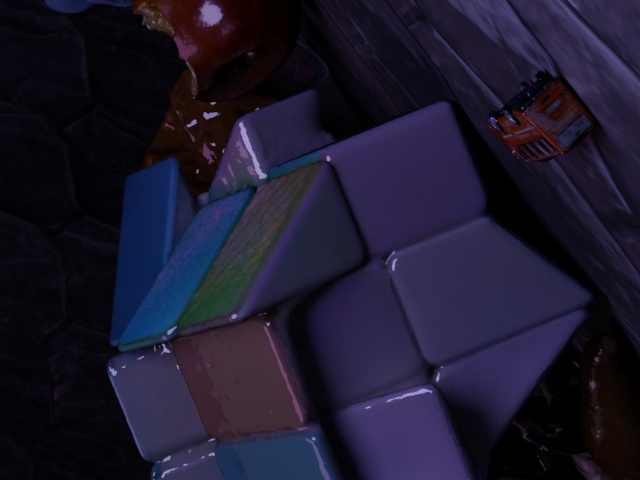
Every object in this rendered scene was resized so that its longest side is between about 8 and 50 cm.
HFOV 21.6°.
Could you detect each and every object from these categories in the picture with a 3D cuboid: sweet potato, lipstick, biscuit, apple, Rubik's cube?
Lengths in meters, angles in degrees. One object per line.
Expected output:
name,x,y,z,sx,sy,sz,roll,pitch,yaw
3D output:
sweet potato,0.241,0.145,1.370,0.077,0.077,0.244,51,180,40
lipstick,0.003,-0.130,1.916,0.077,0.079,0.253,44,176,30
biscuit,0.000,0.000,1.797,0.395,0.166,0.342,35,175,8
apple,-0.096,-0.225,1.555,0.156,0.147,0.158,-4,-121,-52
Rubik's cube,0.014,0.065,1.337,0.387,0.368,0.358,-171,58,-86

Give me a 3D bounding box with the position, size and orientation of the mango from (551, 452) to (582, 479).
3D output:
mango,0.228,0.278,2.048,0.199,0.221,0.384,34,174,2

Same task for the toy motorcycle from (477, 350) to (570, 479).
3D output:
toy motorcycle,0.173,0.213,1.765,0.125,0.213,0.358,11,172,-5

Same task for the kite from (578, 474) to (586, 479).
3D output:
kite,0.342,0.404,1.855,0.368,0.014,0.406,8,-119,-41

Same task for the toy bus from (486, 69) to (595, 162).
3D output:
toy bus,0.120,-0.065,0.919,0.043,0.031,0.110,45,178,-2

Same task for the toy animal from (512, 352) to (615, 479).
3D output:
toy animal,0.243,0.184,1.509,0.217,0.073,0.176,51,-160,-25

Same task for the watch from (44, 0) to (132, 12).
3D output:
watch,-0.212,-0.356,1.760,0.211,0.211,0.193,57,-167,-73
